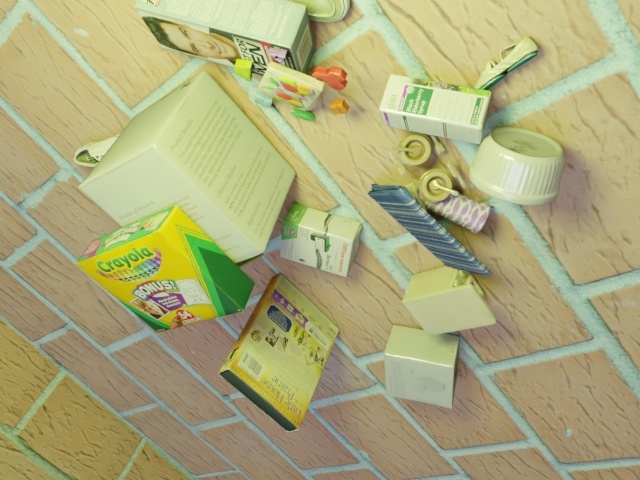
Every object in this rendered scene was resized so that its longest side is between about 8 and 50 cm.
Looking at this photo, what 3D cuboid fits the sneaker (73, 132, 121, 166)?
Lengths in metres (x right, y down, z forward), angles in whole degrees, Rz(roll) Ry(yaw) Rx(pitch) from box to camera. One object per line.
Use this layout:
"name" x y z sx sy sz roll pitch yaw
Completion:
"sneaker" -0.652 -0.263 1.861 0.258 0.091 0.094 -5 123 34

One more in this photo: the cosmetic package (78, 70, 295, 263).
"cosmetic package" -0.339 -0.163 1.634 0.328 0.329 0.393 -19 126 36

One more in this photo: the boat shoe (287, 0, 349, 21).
"boat shoe" -0.084 -0.563 1.357 0.303 0.094 0.109 24 135 3

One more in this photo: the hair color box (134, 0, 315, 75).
"hair color box" -0.213 -0.492 1.407 0.375 0.113 0.185 18 170 9

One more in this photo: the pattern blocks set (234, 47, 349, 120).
"pattern blocks set" -0.069 -0.362 1.443 0.286 0.026 0.325 18 170 2

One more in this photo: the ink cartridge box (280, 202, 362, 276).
"ink cartridge box" 0.000 0.000 1.818 0.220 0.092 0.160 17 134 11

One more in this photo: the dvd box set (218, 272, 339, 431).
"dvd box set" -0.116 0.351 1.951 0.307 0.420 0.062 44 132 -18

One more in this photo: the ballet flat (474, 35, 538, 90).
"ballet flat" 0.400 -0.386 1.338 0.168 0.057 0.052 -32 81 37

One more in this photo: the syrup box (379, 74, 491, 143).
"syrup box" 0.264 -0.303 1.398 0.237 0.093 0.096 15 171 17

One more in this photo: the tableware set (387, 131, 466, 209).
"tableware set" 0.263 -0.179 1.513 0.128 0.039 0.194 -31 98 12

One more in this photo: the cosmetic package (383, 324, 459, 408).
"cosmetic package" 0.335 0.416 2.004 0.225 0.138 0.224 7 132 17

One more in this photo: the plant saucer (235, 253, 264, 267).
"plant saucer" -0.296 0.001 1.985 0.188 0.045 0.188 -27 115 39

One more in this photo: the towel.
"towel" 0.283 -0.034 1.607 0.336 0.040 0.243 41 174 -15

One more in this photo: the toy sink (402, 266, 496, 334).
"toy sink" 0.387 0.164 1.764 0.234 0.131 0.152 -20 119 41

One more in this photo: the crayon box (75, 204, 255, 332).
"crayon box" -0.412 0.090 1.606 0.363 0.106 0.313 -18 128 35

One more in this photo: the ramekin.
"ramekin" 0.455 -0.177 1.387 0.207 0.207 0.109 16 125 11

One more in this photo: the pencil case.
"pencil case" 0.344 -0.098 1.590 0.206 0.088 0.086 28 172 -1
